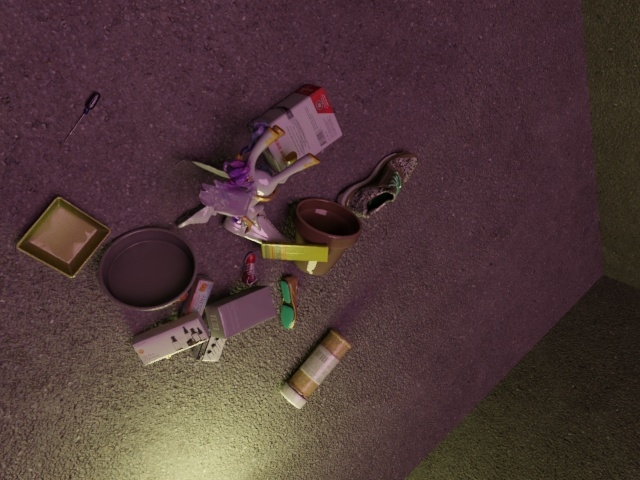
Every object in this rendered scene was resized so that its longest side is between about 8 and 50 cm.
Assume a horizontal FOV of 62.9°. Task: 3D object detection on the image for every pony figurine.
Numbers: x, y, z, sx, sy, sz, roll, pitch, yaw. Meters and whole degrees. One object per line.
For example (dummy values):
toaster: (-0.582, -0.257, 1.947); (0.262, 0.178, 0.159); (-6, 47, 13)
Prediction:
pony figurine: (-0.232, -0.198, 1.651); (0.351, 0.303, 0.363); (27, 112, -42)

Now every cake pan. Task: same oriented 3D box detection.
cake pan: (-0.531, 0.093, 1.627); (0.293, 0.293, 0.054); (-26, 155, -24)

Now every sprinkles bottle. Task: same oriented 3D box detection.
sprinkles bottle: (-0.018, 0.553, 2.270); (0.355, 0.121, 0.121); (-48, 129, -8)

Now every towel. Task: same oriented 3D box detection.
towel: (-0.091, 0.038, 1.864); (0.237, 0.021, 0.102); (3, 146, 0)

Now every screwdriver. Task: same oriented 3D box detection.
screwdriver: (-0.673, -0.346, 1.481); (0.170, 0.024, 0.025); (-56, 159, 6)

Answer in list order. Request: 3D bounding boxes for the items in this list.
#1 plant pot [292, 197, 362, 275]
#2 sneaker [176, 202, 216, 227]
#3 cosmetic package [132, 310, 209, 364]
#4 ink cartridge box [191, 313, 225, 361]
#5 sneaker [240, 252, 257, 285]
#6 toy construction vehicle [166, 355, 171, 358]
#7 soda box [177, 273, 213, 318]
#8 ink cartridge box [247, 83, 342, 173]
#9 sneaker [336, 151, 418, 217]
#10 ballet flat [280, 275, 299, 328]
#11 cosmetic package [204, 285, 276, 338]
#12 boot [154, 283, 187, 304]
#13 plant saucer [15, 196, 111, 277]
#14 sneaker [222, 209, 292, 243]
plant pot: (0.000, 0.000, 1.990); (0.263, 0.263, 0.229); (-6, 131, -34)
sneaker: (-0.411, -0.078, 1.760); (0.152, 0.053, 0.061); (-33, 128, -21)
cosmetic package: (-0.513, 0.337, 1.804); (0.239, 0.060, 0.099); (-22, 114, -2)
ink cartridge box: (-0.400, 0.349, 1.957); (0.097, 0.046, 0.207); (14, 100, -40)
sneaker: (-0.258, 0.109, 1.941); (0.042, 0.067, 0.118); (9, 104, -38)
toy construction vehicle: (-0.534, 0.372, 1.885); (0.098, 0.035, 0.086); (-39, 138, -12)
soda box: (-0.443, 0.214, 1.856); (0.058, 0.063, 0.183); (16, 100, -37)
ink cartridge box: (-0.086, -0.383, 1.819); (0.273, 0.114, 0.197); (-39, 128, -16)
sneaker: (0.267, -0.203, 2.106); (0.410, 0.182, 0.158); (-40, 127, -16)
ballet flat: (-0.114, 0.248, 2.102); (0.073, 0.080, 0.232); (-24, 125, -43)
cosmetic package: (-0.289, 0.258, 1.915); (0.238, 0.107, 0.127); (-19, 100, -44)
boot: (-0.502, 0.175, 1.739); (0.197, 0.152, 0.073); (40, 85, -39)
plant saucer: (-0.756, -0.012, 1.546); (0.188, 0.045, 0.188); (-52, 130, -6)
sneaker: (-0.201, -0.052, 1.886); (0.290, 0.106, 0.123); (22, 98, -38)
